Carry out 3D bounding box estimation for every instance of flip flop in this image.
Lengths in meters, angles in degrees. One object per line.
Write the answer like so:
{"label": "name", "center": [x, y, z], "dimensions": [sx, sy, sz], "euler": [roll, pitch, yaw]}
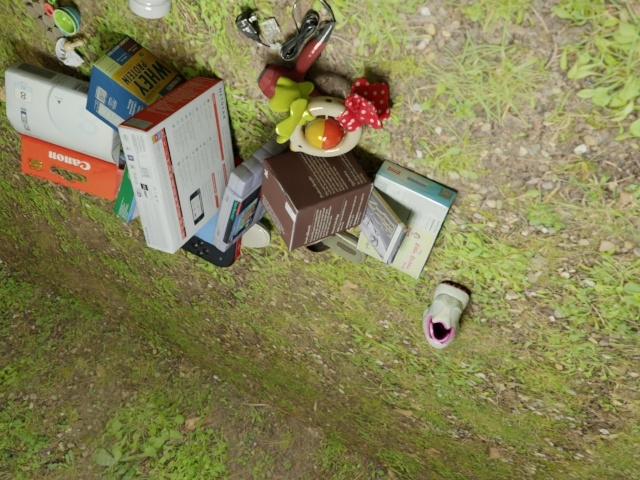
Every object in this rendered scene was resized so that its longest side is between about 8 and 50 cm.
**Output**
{"label": "flip flop", "center": [0.000, 0.000, 1.766], "dimensions": [0.277, 0.080, 0.112], "euler": [28, 147, 4]}

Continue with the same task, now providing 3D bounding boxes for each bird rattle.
{"label": "bird rattle", "center": [0.019, -0.261, 1.326], "dimensions": [0.254, 0.143, 0.207], "euler": [-3, 150, -7]}

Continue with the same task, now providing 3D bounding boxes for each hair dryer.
{"label": "hair dryer", "center": [-0.047, -0.362, 1.321], "dimensions": [0.224, 0.080, 0.293], "euler": [3, 140, 34]}

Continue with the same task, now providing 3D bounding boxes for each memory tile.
{"label": "memory tile", "center": [-0.700, -0.581, 1.623], "dimensions": [0.148, 0.012, 0.113], "euler": [0, 136, 40]}

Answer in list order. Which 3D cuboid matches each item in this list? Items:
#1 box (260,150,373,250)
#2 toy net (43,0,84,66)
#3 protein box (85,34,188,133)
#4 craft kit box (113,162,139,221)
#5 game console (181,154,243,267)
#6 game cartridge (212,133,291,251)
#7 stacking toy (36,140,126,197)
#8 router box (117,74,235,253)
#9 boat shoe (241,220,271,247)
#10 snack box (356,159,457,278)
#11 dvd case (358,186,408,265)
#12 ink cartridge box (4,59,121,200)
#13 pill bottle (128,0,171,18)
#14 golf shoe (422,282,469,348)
{"label": "box", "center": [-0.014, -0.112, 1.466], "dimensions": [0.168, 0.203, 0.167], "euler": [59, 157, 26]}
{"label": "toy net", "center": [-0.672, -0.532, 1.611], "dimensions": [0.122, 0.045, 0.232], "euler": [33, 148, -3]}
{"label": "protein box", "center": [-0.472, -0.370, 1.603], "dimensions": [0.201, 0.136, 0.200], "euler": [36, 147, -7]}
{"label": "craft kit box", "center": [-0.413, -0.197, 1.618], "dimensions": [0.061, 0.247, 0.249], "euler": [37, 126, 10]}
{"label": "game console", "center": [-0.377, -0.121, 1.833], "dimensions": [0.342, 0.060, 0.386], "euler": [22, 127, 13]}
{"label": "game cartridge", "center": [-0.169, -0.121, 1.603], "dimensions": [0.068, 0.230, 0.355], "euler": [37, 148, 4]}
{"label": "stacking toy", "center": [-0.675, -0.309, 1.930], "dimensions": [0.280, 0.130, 0.309], "euler": [-37, 113, 28]}
{"label": "router box", "center": [-0.330, -0.187, 1.520], "dimensions": [0.082, 0.301, 0.335], "euler": [15, 130, 21]}
{"label": "boat shoe", "center": [-0.292, -0.067, 1.926], "dimensions": [0.335, 0.095, 0.112], "euler": [14, 126, 18]}
{"label": "snack box", "center": [0.206, -0.043, 1.558], "dimensions": [0.187, 0.060, 0.322], "euler": [27, 147, 11]}
{"label": "dvd case", "center": [0.123, -0.062, 1.516], "dimensions": [0.221, 0.018, 0.164], "euler": [53, 155, 21]}
{"label": "ink cartridge box", "center": [-0.748, -0.293, 1.814], "dimensions": [0.308, 0.091, 0.384], "euler": [18, 126, -4]}
{"label": "pill bottle", "center": [-0.345, -0.564, 1.251], "dimensions": [0.124, 0.124, 0.221], "euler": [30, 146, 2]}
{"label": "golf shoe", "center": [0.336, 0.246, 1.769], "dimensions": [0.115, 0.140, 0.306], "euler": [19, 147, 16]}
